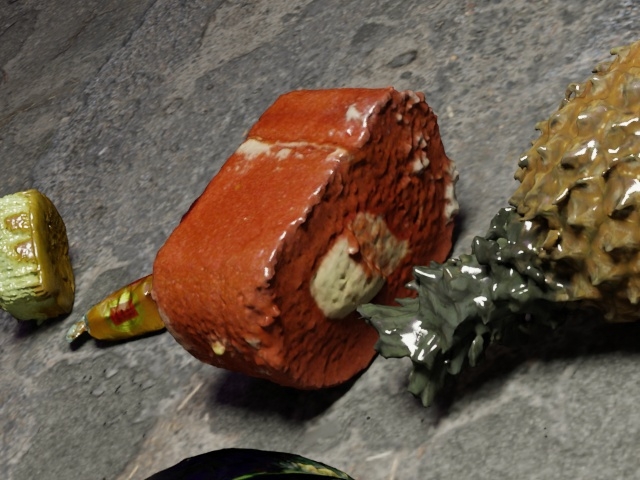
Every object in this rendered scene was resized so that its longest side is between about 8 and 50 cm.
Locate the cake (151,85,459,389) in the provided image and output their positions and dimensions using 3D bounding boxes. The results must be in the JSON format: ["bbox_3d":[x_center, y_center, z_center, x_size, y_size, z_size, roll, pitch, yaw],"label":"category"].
[{"bbox_3d":[0.000,0.000,1.239,0.151,0.177,0.283,3,49,43],"label":"cake"}]

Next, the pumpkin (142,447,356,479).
[{"bbox_3d":[-0.019,0.268,0.827,0.296,0.296,0.296,-22,31,14],"label":"pumpkin"}]

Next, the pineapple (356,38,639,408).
[{"bbox_3d":[0.193,-0.011,1.075,0.362,0.202,0.202,-32,29,12],"label":"pineapple"}]

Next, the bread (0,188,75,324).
[{"bbox_3d":[-0.297,0.019,1.519,0.069,0.140,0.128,-12,75,0],"label":"bread"}]

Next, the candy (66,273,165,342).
[{"bbox_3d":[-0.175,0.063,1.424,0.182,0.046,0.053,-18,31,26],"label":"candy"}]
